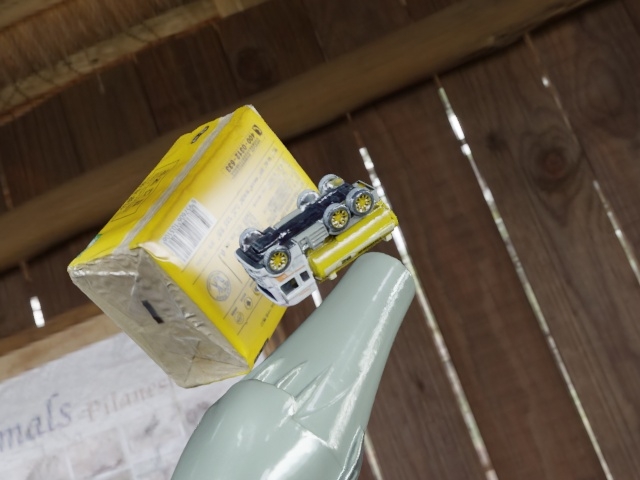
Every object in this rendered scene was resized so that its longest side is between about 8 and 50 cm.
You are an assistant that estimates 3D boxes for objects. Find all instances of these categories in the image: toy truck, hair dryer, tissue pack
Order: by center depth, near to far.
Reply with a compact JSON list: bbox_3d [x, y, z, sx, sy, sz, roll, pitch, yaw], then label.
[{"bbox_3d":[0.014,0.134,0.539,0.092,0.229,0.267,8,-31,27],"label":"hair dryer"},{"bbox_3d":[0.000,0.000,1.251,0.227,0.114,0.098,-34,32,-16],"label":"toy truck"},{"bbox_3d":[-0.181,0.007,1.494,0.228,0.293,0.382,-20,29,42],"label":"tissue pack"}]
